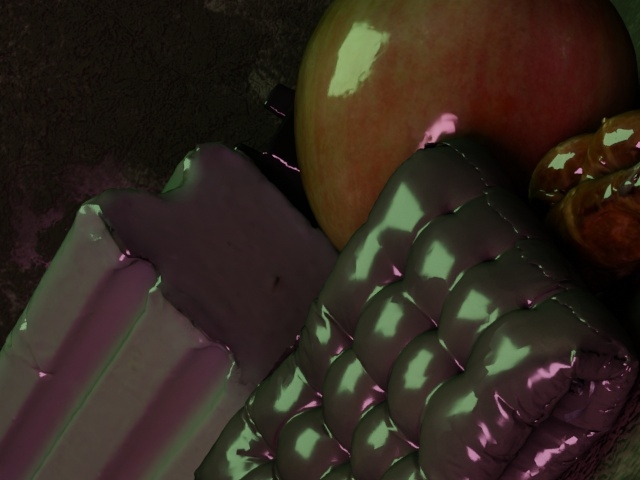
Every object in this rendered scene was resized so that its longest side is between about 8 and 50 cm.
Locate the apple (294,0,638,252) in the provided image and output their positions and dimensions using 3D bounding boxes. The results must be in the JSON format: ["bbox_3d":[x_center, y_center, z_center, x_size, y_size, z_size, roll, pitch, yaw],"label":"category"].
[{"bbox_3d":[0.105,-0.084,1.065,0.257,0.256,0.234,147,127,-80],"label":"apple"}]

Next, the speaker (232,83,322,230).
[{"bbox_3d":[0.000,0.000,1.534,0.232,0.254,0.184,-58,4,30],"label":"speaker"}]

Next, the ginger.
[{"bbox_3d":[0.185,-0.028,0.893,0.162,0.073,0.103,-43,32,56],"label":"ginger"}]

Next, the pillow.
[{"bbox_3d":[0.044,0.117,0.902,0.326,0.101,0.228,-59,36,25],"label":"pillow"}]

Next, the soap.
[{"bbox_3d":[-0.133,0.172,1.408,0.213,0.350,0.435,-31,-19,-47],"label":"soap"}]
